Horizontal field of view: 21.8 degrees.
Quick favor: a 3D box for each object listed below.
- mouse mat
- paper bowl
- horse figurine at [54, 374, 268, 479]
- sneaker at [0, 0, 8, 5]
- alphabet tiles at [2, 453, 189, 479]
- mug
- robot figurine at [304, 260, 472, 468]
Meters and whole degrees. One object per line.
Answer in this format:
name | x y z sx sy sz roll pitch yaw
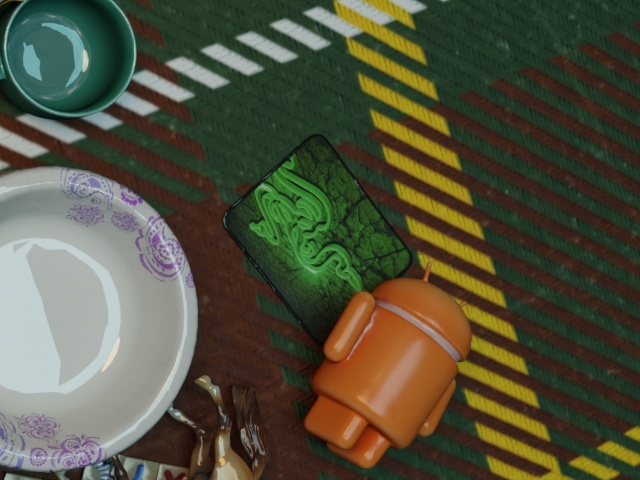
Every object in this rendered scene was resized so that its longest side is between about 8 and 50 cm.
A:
mouse mat | 0.000 0.000 1.788 0.152 0.007 0.189 -43 107 -17
paper bowl | -0.271 0.071 1.587 0.284 0.148 0.284 -1 92 -24
horse figurine | -0.149 0.249 1.686 0.263 0.066 0.174 -31 98 -19
sneaker | -0.359 -0.202 1.538 0.215 0.084 0.083 -34 133 20
alphabet tiles | -0.223 0.315 1.693 0.237 0.009 0.198 16 85 -25
mug | -0.266 -0.185 1.609 0.158 0.097 0.129 20 84 -23
robot figurine | 0.077 0.133 1.763 0.158 0.128 0.219 35 78 0
